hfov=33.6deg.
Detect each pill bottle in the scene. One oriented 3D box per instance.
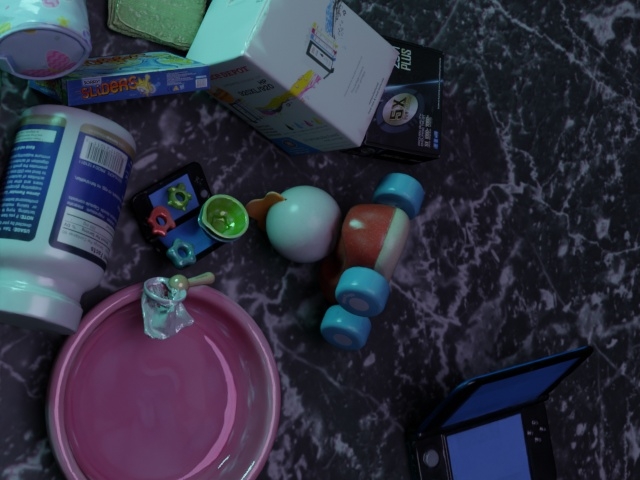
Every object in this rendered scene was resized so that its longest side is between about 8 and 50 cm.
[{"bbox_3d":[-0.334,-0.023,1.330,0.153,0.153,0.265,21,72,-29],"label":"pill bottle"}]

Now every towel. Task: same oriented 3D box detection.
[{"bbox_3d":[-0.231,-0.332,1.508,0.148,0.027,0.110,11,78,-30],"label":"towel"}]

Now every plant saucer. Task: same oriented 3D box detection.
[{"bbox_3d":[-0.214,0.219,1.428,0.332,0.084,0.332,4,82,-31],"label":"plant saucer"}]

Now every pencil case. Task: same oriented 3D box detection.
[{"bbox_3d":[-0.354,-0.334,1.311,0.124,0.113,0.273,-5,65,-16],"label":"pencil case"}]

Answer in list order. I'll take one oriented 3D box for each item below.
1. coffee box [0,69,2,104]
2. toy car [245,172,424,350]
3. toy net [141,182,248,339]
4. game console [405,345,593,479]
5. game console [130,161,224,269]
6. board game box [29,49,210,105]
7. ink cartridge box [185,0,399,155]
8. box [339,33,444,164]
[{"bbox_3d":[-0.432,-0.119,1.310,0.040,0.113,0.184,5,81,-35],"label":"coffee box"},{"bbox_3d":[0.000,0.000,1.558,0.237,0.210,0.219,22,57,1],"label":"toy car"},{"bbox_3d":[-0.186,0.022,1.403,0.122,0.045,0.232,33,52,-13],"label":"toy net"},{"bbox_3d":[0.302,0.316,1.690,0.293,0.173,0.250,-10,90,-32],"label":"game console"},{"bbox_3d":[-0.185,-0.037,1.476,0.122,0.071,0.107,-34,118,-31],"label":"game console"},{"bbox_3d":[-0.267,-0.218,1.408,0.201,0.136,0.035,-13,114,-33],"label":"board game box"},{"bbox_3d":[-0.044,-0.256,1.516,0.232,0.171,0.168,35,68,-33],"label":"ink cartridge box"},{"bbox_3d":[0.114,-0.222,1.684,0.147,0.077,0.180,8,81,-31],"label":"box"}]
